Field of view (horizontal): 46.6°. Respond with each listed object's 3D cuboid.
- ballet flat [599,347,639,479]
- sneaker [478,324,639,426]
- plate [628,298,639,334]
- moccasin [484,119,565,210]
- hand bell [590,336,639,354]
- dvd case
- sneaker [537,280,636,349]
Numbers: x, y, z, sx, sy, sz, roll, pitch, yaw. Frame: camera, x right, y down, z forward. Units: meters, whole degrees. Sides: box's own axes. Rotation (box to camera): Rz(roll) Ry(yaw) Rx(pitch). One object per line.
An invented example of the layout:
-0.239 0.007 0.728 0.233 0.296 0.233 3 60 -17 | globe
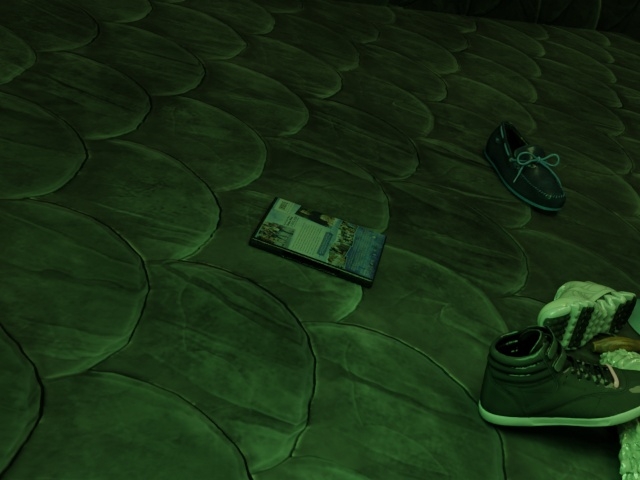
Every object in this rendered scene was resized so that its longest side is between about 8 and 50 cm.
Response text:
0.562 0.292 1.230 0.147 0.147 0.409 18 32 0 | ballet flat
0.398 0.207 1.173 0.296 0.147 0.104 -5 26 4 | sneaker
0.742 0.179 1.585 0.188 0.024 0.188 14 32 -9 | plate
0.539 -0.209 1.982 0.138 0.117 0.342 -1 37 -27 | moccasin
0.648 0.208 1.452 0.242 0.126 0.126 0 34 -4 | hand bell
0.000 0.000 1.497 0.253 0.022 0.180 20 33 3 | dvd case
0.504 0.138 1.471 0.292 0.110 0.118 -3 30 -43 | sneaker
